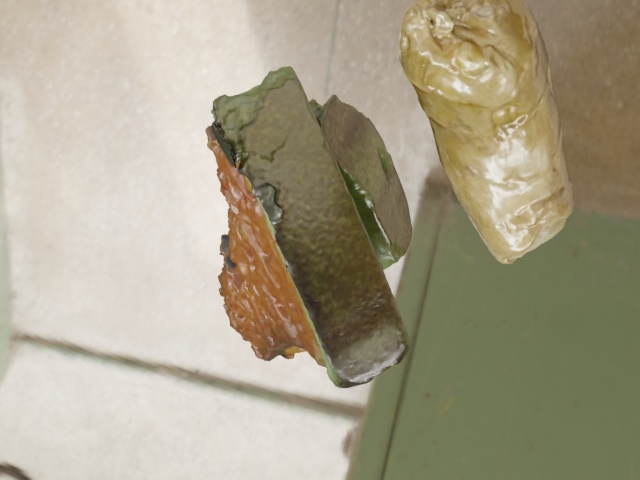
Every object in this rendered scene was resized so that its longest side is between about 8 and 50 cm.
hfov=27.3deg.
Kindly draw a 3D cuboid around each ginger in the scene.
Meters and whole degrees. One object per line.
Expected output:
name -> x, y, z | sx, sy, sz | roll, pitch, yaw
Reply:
ginger -> 0.087, -0.063, 0.675 | 0.069, 0.095, 0.190 | -4, 142, 20

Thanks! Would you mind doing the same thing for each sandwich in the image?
sandwich -> 0.000, 0.000, 1.130 | 0.250, 0.162, 0.301 | 66, 163, 5
